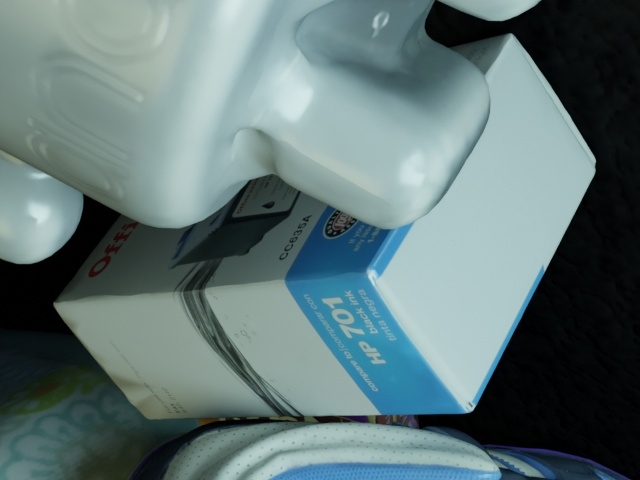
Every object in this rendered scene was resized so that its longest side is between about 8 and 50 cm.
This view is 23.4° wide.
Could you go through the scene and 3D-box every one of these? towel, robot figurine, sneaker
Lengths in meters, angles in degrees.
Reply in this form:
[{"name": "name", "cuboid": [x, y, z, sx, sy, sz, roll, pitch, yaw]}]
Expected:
[{"name": "towel", "cuboid": [-0.272, 0.163, 0.871, 0.374, 0.320, 0.090, -2, 118, 59]}, {"name": "robot figurine", "cuboid": [-0.093, -0.138, 0.493, 0.353, 0.200, 0.300, 27, 108, 5]}, {"name": "sneaker", "cuboid": [0.072, 0.152, 0.687, 0.322, 0.130, 0.236, 12, 172, -15]}]

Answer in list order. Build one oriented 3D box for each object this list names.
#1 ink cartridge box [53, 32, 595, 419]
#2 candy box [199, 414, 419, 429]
[{"name": "ink cartridge box", "cuboid": [0.000, 0.000, 0.655, 0.190, 0.140, 0.082, -6, 130, 43]}, {"name": "candy box", "cuboid": [-0.039, 0.073, 0.864, 0.186, 0.053, 0.109, 20, 146, 20]}]
